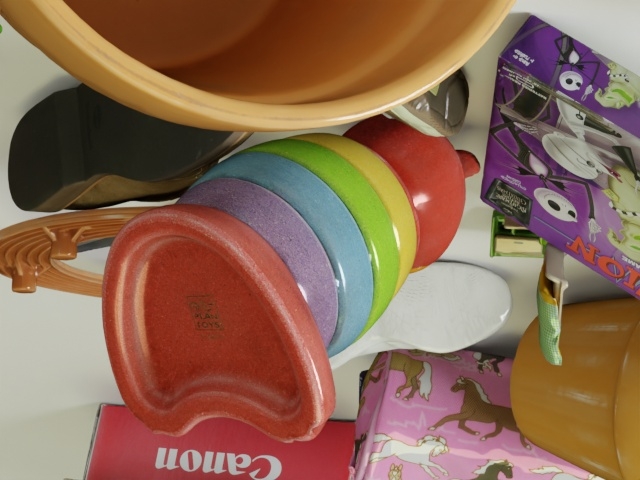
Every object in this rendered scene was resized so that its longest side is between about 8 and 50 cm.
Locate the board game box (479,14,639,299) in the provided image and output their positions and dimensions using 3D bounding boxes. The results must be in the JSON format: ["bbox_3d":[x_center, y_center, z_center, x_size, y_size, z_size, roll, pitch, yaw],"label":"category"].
[{"bbox_3d":[0.267,0.000,1.170,0.346,0.056,0.208,33,163,17],"label":"board game box"}]

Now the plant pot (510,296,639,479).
[{"bbox_3d":[0.272,0.129,1.465,0.188,0.205,0.205,6,159,43],"label":"plant pot"}]

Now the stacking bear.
[{"bbox_3d":[0.000,0.000,1.199,0.175,0.289,0.164,-2,111,38],"label":"stacking bear"}]

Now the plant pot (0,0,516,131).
[{"bbox_3d":[-0.059,-0.186,0.834,0.290,0.291,0.203,20,169,-21],"label":"plant pot"}]

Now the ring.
[{"bbox_3d":[-0.115,0.026,1.454,0.336,0.032,0.336,0,167,0],"label":"ring"}]

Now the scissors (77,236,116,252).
[{"bbox_3d":[-0.130,-0.020,1.476,0.297,0.021,0.109,-2,155,25],"label":"scissors"}]

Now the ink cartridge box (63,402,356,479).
[{"bbox_3d":[-0.099,0.275,1.945,0.309,0.130,0.272,3,152,13],"label":"ink cartridge box"}]

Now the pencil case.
[{"bbox_3d":[0.223,0.200,1.650,0.386,0.160,0.167,10,174,-2],"label":"pencil case"}]

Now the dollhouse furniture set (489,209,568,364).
[{"bbox_3d":[0.158,0.025,1.329,0.058,0.152,0.076,3,120,6],"label":"dollhouse furniture set"}]

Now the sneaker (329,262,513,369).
[{"bbox_3d":[0.068,0.064,1.534,0.212,0.080,0.094,-13,-178,14],"label":"sneaker"}]

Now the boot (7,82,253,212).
[{"bbox_3d":[-0.110,-0.084,1.264,0.115,0.112,0.305,6,167,-36],"label":"boot"}]

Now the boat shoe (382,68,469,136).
[{"bbox_3d":[0.032,-0.123,1.157,0.072,0.068,0.190,8,157,31],"label":"boat shoe"}]

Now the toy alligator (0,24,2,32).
[{"bbox_3d":[-0.245,-0.154,1.201,0.051,0.056,0.190,-31,155,-10],"label":"toy alligator"}]
